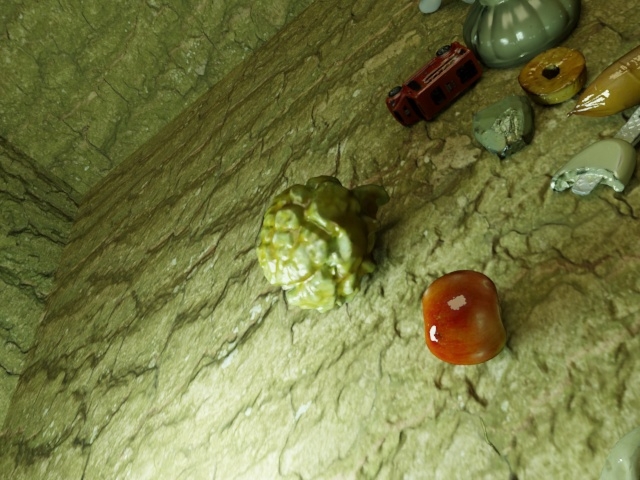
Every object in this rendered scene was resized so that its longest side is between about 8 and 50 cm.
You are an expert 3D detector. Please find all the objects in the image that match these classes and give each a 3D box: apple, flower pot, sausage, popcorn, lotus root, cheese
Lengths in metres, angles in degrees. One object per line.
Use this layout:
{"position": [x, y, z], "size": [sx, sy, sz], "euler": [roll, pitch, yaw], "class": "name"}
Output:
{"position": [0.243, 0.134, 0.879], "size": [0.139, 0.163, 0.163], "euler": [-13, 46, 21], "class": "apple"}
{"position": [0.492, -0.631, 1.306], "size": [0.308, 0.244, 0.307], "euler": [-25, 41, 24], "class": "flower pot"}
{"position": [0.639, -0.333, 0.980], "size": [0.328, 0.112, 0.112], "euler": [-33, 38, 17], "class": "sausage"}
{"position": [0.000, -0.008, 1.168], "size": [0.274, 0.279, 0.335], "euler": [-37, 45, 44], "class": "popcorn"}
{"position": [0.420, -0.261, 1.160], "size": [0.143, 0.070, 0.144], "euler": [-27, 40, 24], "class": "lotus root"}
{"position": [0.555, -0.172, 0.957], "size": [0.235, 0.050, 0.127], "euler": [-48, 33, -5], "class": "cheese"}

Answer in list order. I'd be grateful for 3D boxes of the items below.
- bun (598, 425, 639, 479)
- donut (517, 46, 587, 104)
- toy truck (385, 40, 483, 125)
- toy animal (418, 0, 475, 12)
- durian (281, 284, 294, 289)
{"position": [0.414, 0.311, 0.570], "size": [0.210, 0.116, 0.237], "euler": [-8, 51, 40], "class": "bun"}
{"position": [0.536, -0.373, 1.166], "size": [0.152, 0.058, 0.151], "euler": [-26, 41, 25], "class": "donut"}
{"position": [0.309, -0.419, 1.392], "size": [0.253, 0.107, 0.114], "euler": [-40, 36, 7], "class": "toy truck"}
{"position": [0.435, -0.840, 1.610], "size": [0.368, 0.196, 0.241], "euler": [20, 72, 49], "class": "toy animal"}
{"position": [-0.067, 0.072, 1.334], "size": [0.130, 0.052, 0.066], "euler": [-47, 38, -4], "class": "durian"}
